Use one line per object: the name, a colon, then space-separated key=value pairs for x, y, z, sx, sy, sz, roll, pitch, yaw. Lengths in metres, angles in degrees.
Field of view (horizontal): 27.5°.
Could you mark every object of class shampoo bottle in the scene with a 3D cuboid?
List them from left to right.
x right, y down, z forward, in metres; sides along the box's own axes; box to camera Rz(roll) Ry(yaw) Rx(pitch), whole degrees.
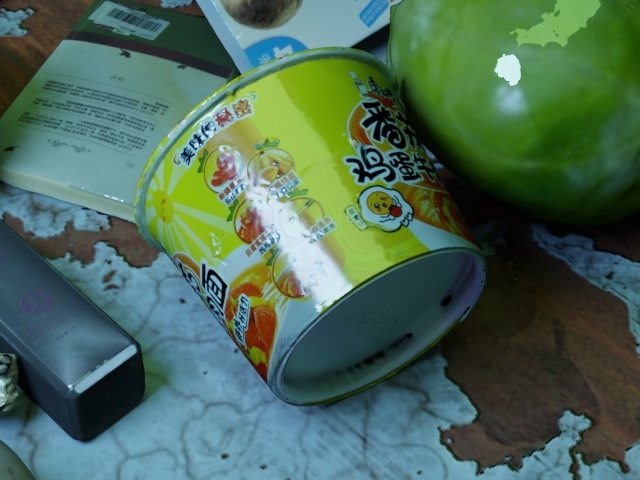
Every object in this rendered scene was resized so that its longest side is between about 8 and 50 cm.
shampoo bottle: x=-0.257 y=0.062 z=1.126 sx=0.246 sy=0.079 sz=0.080 roll=37 pitch=57 yaw=28

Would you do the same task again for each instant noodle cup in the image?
instant noodle cup: x=0.000 y=0.000 z=1.087 sx=0.264 sy=0.264 sz=0.200 roll=-22 pitch=61 yaw=-19

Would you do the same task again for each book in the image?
book: x=-0.206 y=-0.147 z=1.349 sx=0.201 sy=0.026 sz=0.289 roll=17 pitch=50 yaw=14

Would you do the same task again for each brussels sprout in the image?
brussels sprout: x=0.226 y=-0.166 z=1.205 sx=0.344 sy=0.268 sz=0.344 roll=17 pitch=40 yaw=-15

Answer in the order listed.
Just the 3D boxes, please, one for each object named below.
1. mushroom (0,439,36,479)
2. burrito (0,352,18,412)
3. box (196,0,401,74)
mushroom: x=-0.300 y=0.217 z=0.927 sx=0.226 sy=0.226 sz=0.178 roll=39 pitch=101 yaw=28
burrito: x=-0.326 y=0.120 z=1.077 sx=0.171 sy=0.042 sz=0.051 roll=-5 pitch=88 yaw=12
box: x=-0.021 y=-0.325 z=1.381 sx=0.273 sy=0.048 sz=0.265 roll=-35 pitch=97 yaw=-19
